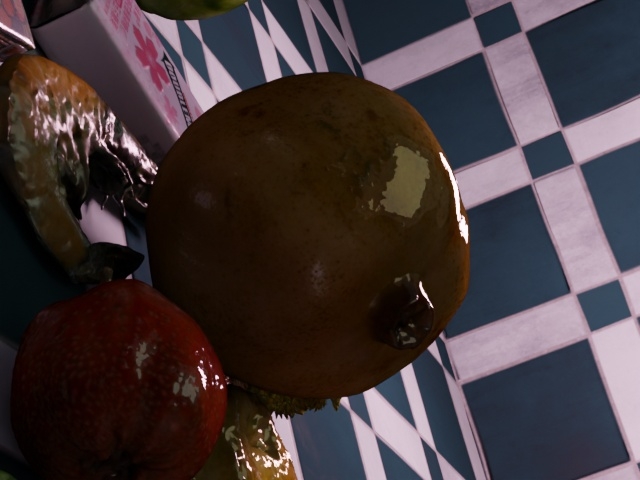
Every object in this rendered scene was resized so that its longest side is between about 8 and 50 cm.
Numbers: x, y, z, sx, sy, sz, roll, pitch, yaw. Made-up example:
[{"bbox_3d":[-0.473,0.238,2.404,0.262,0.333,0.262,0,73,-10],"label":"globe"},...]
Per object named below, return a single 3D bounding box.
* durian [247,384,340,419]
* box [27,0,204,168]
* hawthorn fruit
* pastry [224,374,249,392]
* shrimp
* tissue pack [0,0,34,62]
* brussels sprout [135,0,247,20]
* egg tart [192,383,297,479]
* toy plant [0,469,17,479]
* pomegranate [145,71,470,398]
[{"bbox_3d":[-0.048,0.141,1.967,0.237,0.176,0.200,-113,-166,-52],"label":"durian"},{"bbox_3d":[-0.254,-0.208,1.902,0.190,0.112,0.369,-97,161,-54],"label":"box"},{"bbox_3d":[-0.196,0.127,1.350,0.253,0.205,0.205,-98,161,-46],"label":"hawthorn fruit"},{"bbox_3d":[-0.148,0.174,1.814,0.169,0.063,0.087,54,12,-57],"label":"pastry"},{"bbox_3d":[-0.264,-0.058,1.684,0.445,0.085,0.272,38,38,-65],"label":"shrimp"},{"bbox_3d":[-0.388,-0.272,1.563,0.148,0.060,0.108,29,42,-70],"label":"tissue pack"},{"bbox_3d":[-0.242,-0.492,2.085,0.355,0.281,0.289,28,54,-37],"label":"brussels sprout"},{"bbox_3d":[-0.114,0.277,1.626,0.341,0.129,0.341,59,16,-29],"label":"egg tart"},{"bbox_3d":[-0.239,0.302,1.036,0.316,0.184,0.224,57,-3,44],"label":"toy plant"},{"bbox_3d":[0.000,0.000,1.696,0.416,0.417,0.416,-22,90,-78],"label":"pomegranate"}]
